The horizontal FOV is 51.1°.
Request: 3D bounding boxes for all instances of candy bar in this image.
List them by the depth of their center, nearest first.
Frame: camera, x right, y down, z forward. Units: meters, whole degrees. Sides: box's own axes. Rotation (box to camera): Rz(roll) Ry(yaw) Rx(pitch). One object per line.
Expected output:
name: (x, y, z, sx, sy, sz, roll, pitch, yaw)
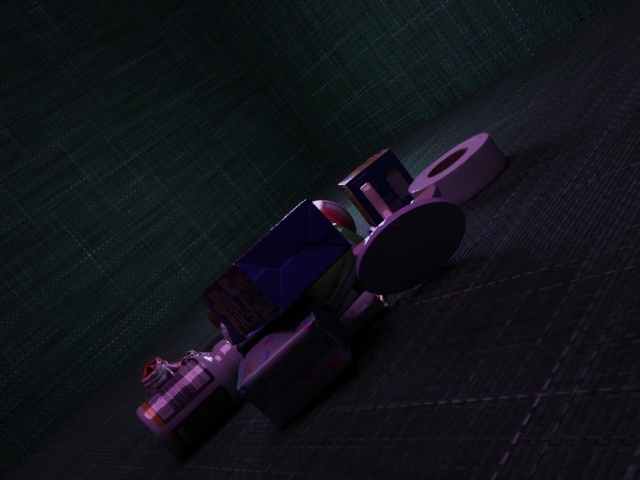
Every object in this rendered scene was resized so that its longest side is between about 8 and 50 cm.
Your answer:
candy bar: (0.139, 0.140, 1.608, 0.040, 0.018, 0.161, -39, 9, 8)

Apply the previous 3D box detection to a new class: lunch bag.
lunch bag: (-0.058, 0.235, 1.435, 0.223, 0.160, 0.262, -42, 13, 6)

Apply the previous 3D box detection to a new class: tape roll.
tape roll: (0.399, -0.192, 1.967, 0.286, 0.100, 0.286, -38, 10, 8)

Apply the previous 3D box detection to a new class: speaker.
speaker: (0.007, 0.111, 1.684, 0.296, 0.131, 0.131, -60, 12, -5)

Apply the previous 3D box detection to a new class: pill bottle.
pill bottle: (-0.305, 0.389, 1.676, 0.278, 0.162, 0.162, -41, 10, -20)
pill bottle: (0.000, 0.000, 2.168, 0.229, 0.229, 0.407, -36, 9, 14)

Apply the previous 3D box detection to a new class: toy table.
toy table: (0.188, -0.013, 1.548, 0.274, 0.252, 0.161, -29, 26, 3)

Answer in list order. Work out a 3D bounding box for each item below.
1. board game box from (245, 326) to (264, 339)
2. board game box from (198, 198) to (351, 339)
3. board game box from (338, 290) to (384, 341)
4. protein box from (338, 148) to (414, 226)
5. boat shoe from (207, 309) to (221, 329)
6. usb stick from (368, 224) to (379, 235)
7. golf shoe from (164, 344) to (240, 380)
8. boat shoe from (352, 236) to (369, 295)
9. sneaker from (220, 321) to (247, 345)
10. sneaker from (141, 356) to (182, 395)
board game box: (-0.168, 0.202, 2.022, 0.212, 0.039, 0.160, -29, 46, -27)
board game box: (-0.107, 0.069, 1.467, 0.232, 0.141, 0.291, -44, 4, -30)
board game box: (0.074, 0.186, 1.551, 0.154, 0.026, 0.103, -47, 10, -5)
protein box: (0.207, -0.176, 2.301, 0.200, 0.201, 0.136, -39, 9, -4)
boat shoe: (-0.325, 0.269, 2.538, 0.285, 0.102, 0.092, -22, 13, 48)
usb stick: (0.201, -0.012, 1.952, 0.278, 0.077, 0.045, -146, 70, -80)
golf shoe: (-0.360, 0.384, 2.050, 0.273, 0.120, 0.105, -34, 8, 16)
boat shoe: (0.127, 0.063, 1.844, 0.095, 0.079, 0.254, -32, 13, 24)
sneaker: (-0.179, 0.232, 2.151, 0.147, 0.129, 0.330, -11, 18, 27)
sneaker: (-0.487, 0.428, 2.227, 0.090, 0.145, 0.270, -34, 10, 29)
